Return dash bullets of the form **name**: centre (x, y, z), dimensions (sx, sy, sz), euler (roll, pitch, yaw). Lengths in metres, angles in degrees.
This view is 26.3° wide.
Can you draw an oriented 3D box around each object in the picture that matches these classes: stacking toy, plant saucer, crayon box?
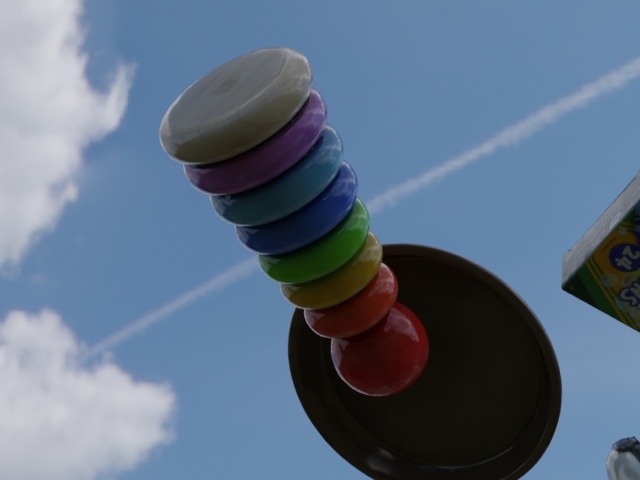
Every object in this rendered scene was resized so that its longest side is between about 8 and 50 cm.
- **stacking toy**: centre (0.000, 0.000, 1.192), dimensions (0.141, 0.141, 0.330), euler (-20, -61, 22)
- **plant saucer**: centre (0.101, 0.124, 1.331), dimensions (0.277, 0.041, 0.278), euler (10, -63, 20)
- **crayon box**: centre (0.530, 0.057, 1.928), dimensions (0.323, 0.083, 0.203), euler (28, -54, -10)

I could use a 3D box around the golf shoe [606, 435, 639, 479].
- **golf shoe**: centre (0.295, 0.317, 1.254), dimensions (0.120, 0.273, 0.105), euler (-15, -16, 4)
